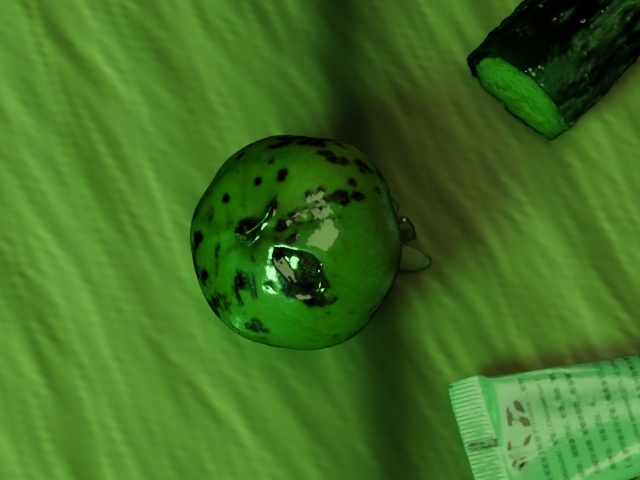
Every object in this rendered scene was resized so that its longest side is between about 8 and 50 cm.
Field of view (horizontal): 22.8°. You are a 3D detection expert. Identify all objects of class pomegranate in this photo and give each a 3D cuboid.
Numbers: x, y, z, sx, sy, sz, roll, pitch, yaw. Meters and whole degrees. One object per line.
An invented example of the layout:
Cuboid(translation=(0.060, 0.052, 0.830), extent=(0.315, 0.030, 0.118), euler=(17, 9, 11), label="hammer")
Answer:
Cuboid(translation=(0.000, 0.000, 0.884), extent=(0.161, 0.122, 0.122), euler=(-2, 66, -47), label="pomegranate")

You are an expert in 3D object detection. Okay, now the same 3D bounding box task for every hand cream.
Cuboid(translation=(0.242, 0.083, 0.900), extent=(0.331, 0.058, 0.085), euler=(-12, 74, -10), label="hand cream")

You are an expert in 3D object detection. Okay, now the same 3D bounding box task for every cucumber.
Cuboid(translation=(0.187, -0.158, 0.976), extent=(0.078, 0.062, 0.211), euler=(42, 72, 9), label="cucumber")
